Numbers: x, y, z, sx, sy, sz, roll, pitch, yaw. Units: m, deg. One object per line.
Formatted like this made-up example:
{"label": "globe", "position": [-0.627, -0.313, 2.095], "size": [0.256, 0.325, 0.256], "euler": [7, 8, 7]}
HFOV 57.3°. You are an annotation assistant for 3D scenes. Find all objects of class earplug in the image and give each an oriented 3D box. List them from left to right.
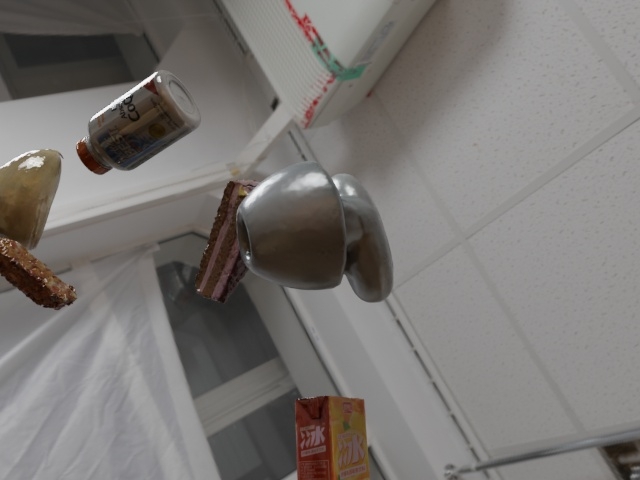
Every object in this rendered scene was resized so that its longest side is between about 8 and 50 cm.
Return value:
{"label": "earplug", "position": [0.010, -0.006, 0.883], "size": [0.175, 0.325, 0.214], "euler": [-30, -113, 24]}

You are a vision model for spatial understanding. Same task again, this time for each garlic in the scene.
{"label": "garlic", "position": [-0.650, -0.097, 1.301], "size": [0.164, 0.145, 0.245], "euler": [63, 47, -83]}

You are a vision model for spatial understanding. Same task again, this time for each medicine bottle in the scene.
{"label": "medicine bottle", "position": [-0.443, -0.268, 1.402], "size": [0.288, 0.157, 0.157], "euler": [-29, -99, 14]}

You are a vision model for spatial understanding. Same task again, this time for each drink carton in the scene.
{"label": "drink carton", "position": [0.019, 0.341, 0.844], "size": [0.071, 0.096, 0.223], "euler": [-17, -116, 35]}

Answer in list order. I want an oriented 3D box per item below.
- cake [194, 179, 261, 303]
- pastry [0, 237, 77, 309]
{"label": "cake", "position": [-0.187, -0.008, 1.272], "size": [0.116, 0.113, 0.295], "euler": [23, -96, 42]}
{"label": "pastry", "position": [-0.520, 0.068, 1.052], "size": [0.169, 0.063, 0.087], "euler": [45, 7, -11]}
